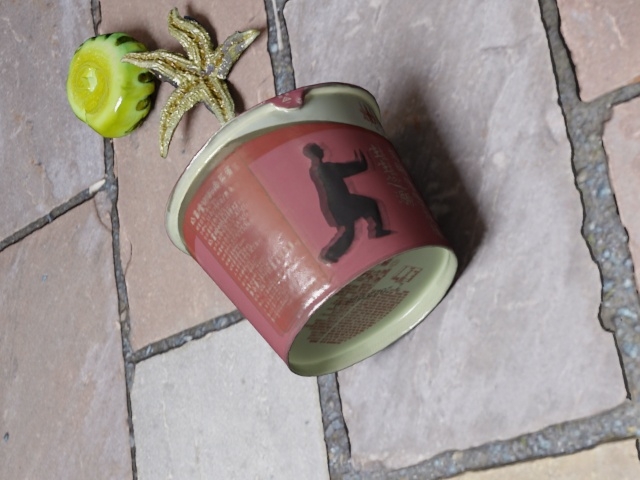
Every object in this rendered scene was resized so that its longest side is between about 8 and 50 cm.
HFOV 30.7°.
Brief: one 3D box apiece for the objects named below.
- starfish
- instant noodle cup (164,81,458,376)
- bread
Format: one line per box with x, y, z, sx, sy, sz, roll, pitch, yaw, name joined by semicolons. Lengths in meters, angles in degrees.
-0.149;-0.177;1.339;0.208;0.053;0.176;30;92;38;starfish
0.000;0.000;1.052;0.235;0.234;0.178;-49;60;27;instant noodle cup
-0.257;-0.192;1.443;0.139;0.071;0.130;11;94;43;bread
